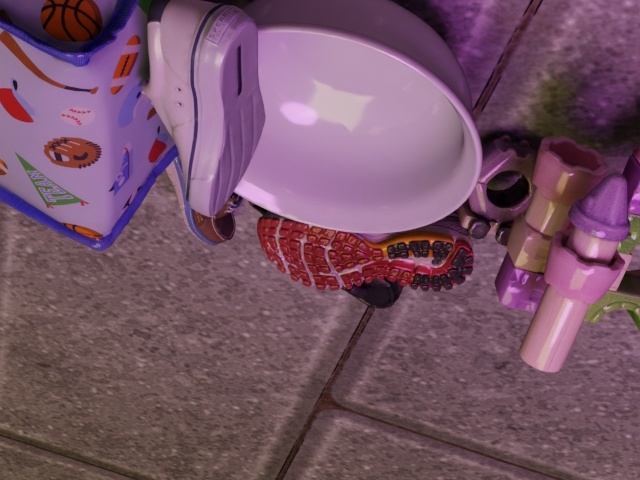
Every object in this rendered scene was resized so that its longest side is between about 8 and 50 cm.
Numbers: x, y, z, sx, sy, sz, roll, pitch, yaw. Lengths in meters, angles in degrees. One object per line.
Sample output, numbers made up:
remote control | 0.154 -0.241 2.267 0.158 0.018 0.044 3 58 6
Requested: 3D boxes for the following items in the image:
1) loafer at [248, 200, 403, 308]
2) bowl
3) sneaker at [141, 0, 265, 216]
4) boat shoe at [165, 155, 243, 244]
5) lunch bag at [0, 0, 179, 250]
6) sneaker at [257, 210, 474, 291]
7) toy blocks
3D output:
loafer | 0.000 0.000 1.699 0.109 0.095 0.302 -5 142 31
bowl | 0.019 -0.144 1.433 0.298 0.134 0.298 12 147 8
sneaker | -0.106 -0.123 1.332 0.091 0.094 0.258 29 146 15
boat shoe | -0.121 -0.056 1.696 0.066 0.066 0.183 2 145 20
lunch bag | -0.321 -0.209 1.409 0.385 0.239 0.328 29 150 11
sneaker | 0.046 -0.003 1.585 0.225 0.092 0.088 6 131 0
toy blocks | 0.318 -0.041 1.428 0.288 0.309 0.260 12 117 -14
